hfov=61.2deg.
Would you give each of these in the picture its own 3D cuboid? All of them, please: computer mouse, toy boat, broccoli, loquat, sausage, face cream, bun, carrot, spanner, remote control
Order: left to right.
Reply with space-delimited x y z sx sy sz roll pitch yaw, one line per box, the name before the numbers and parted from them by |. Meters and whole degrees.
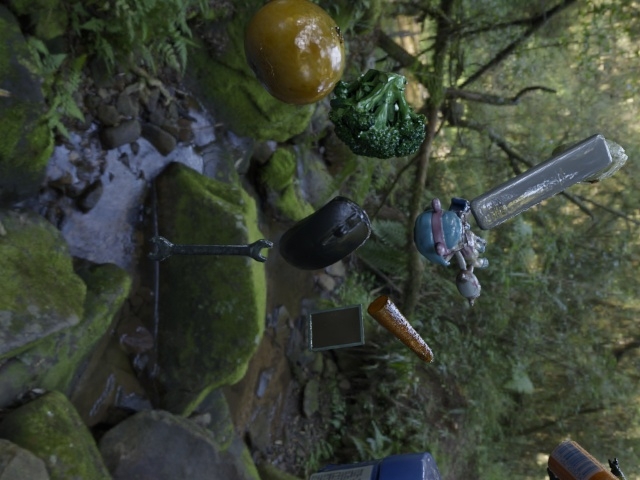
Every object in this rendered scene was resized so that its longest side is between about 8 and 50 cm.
spanner | -0.223 0.019 1.094 0.015 0.255 0.054 -88 179 -76
loquat | -0.065 -0.468 1.355 0.263 0.263 0.262 -2 90 -66
computer mouse | 0.000 0.000 1.358 0.137 0.270 0.086 48 30 -19
broccoli | 0.104 -0.229 0.989 0.195 0.196 0.156 -35 139 -62
face cream | 0.104 0.513 0.953 0.249 0.225 0.248 -12 90 -74
carrot | 0.197 0.216 1.261 0.209 0.061 0.061 46 40 -18
toy boat | 0.337 -0.027 1.343 0.309 0.129 0.142 25 90 -50
remote control | 0.393 -0.104 0.976 0.067 0.261 0.029 59 6 -19
bun | 0.865 -0.248 1.746 0.220 0.221 0.134 11 82 -66
sausage | 0.627 0.559 1.145 0.312 0.093 0.092 -138 -148 -63

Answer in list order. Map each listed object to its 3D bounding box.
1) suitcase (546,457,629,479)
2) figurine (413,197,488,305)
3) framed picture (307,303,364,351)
suitcase | 0.686 0.684 1.341 0.143 0.194 0.234 56 26 -38
figurine | 0.268 0.026 1.081 0.260 0.103 0.205 22 69 -53
framed picture | 0.048 0.280 1.735 0.011 0.183 0.141 61 23 -55
